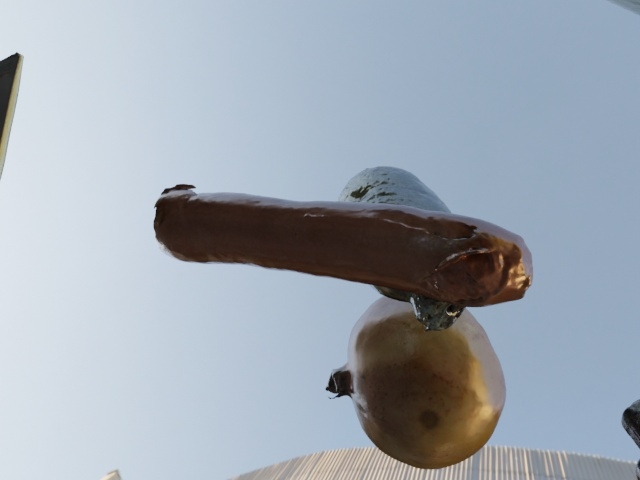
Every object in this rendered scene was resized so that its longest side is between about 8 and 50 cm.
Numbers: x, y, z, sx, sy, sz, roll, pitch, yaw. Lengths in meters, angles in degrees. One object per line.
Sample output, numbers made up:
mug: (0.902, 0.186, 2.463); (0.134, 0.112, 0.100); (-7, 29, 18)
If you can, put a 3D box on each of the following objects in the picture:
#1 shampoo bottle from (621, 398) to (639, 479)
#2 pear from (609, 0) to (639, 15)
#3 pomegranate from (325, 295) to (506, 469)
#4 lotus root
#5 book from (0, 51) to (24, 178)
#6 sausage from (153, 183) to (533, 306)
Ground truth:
shampoo bottle: (0.467, 0.318, 0.550); (0.129, 0.323, 0.084); (-30, -67, 14)
pear: (0.198, -0.217, 0.179); (0.269, 0.321, 0.269); (3, -84, 29)
pomegranate: (0.172, 0.260, 0.944); (0.338, 0.338, 0.339); (3, -82, 19)
lotus root: (0.116, -0.010, 0.720); (0.174, 0.349, 0.175); (-5, -63, -10)
book: (-0.409, -0.129, 0.588); (0.127, 0.014, 0.182); (-5, -105, 31)
sausage: (0.000, 0.000, 0.518); (0.418, 0.094, 0.094); (7, -105, 24)
